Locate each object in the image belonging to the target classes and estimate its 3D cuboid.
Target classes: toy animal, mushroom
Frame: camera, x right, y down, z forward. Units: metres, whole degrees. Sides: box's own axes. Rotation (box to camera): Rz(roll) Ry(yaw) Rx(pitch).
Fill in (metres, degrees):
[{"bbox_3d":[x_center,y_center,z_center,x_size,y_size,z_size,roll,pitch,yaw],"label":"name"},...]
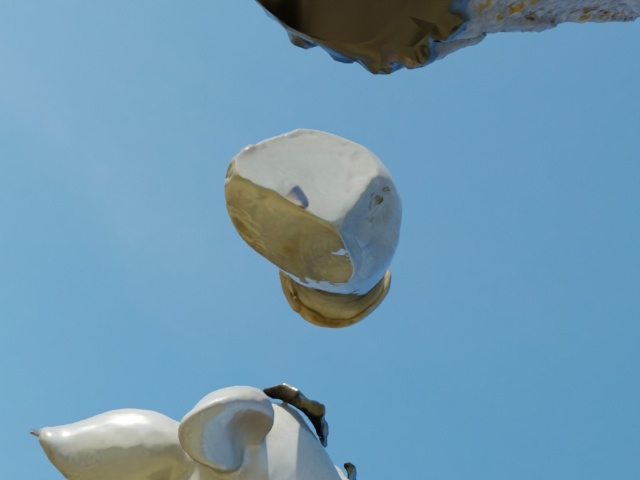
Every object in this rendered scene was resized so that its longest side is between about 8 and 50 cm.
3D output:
[{"bbox_3d":[-0.061,0.205,1.108,0.208,0.154,0.325,-13,-47,29],"label":"toy animal"},{"bbox_3d":[0.007,-0.007,1.048,0.096,0.108,0.247,49,-5,19],"label":"mushroom"}]

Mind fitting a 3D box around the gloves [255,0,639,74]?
[{"bbox_3d":[0.106,-0.187,0.653,0.203,0.356,0.155,30,-35,33],"label":"gloves"}]
